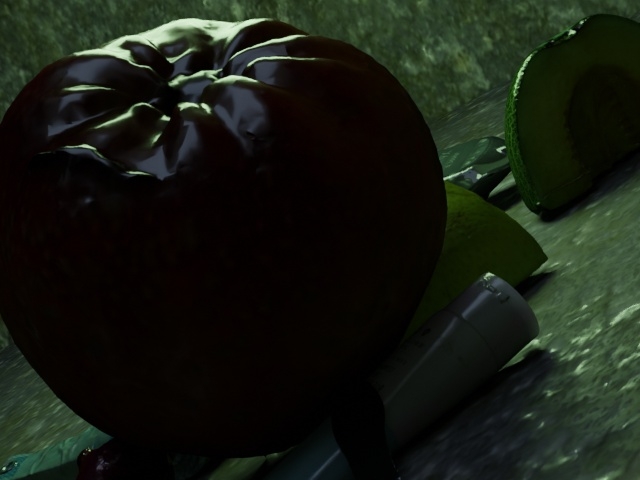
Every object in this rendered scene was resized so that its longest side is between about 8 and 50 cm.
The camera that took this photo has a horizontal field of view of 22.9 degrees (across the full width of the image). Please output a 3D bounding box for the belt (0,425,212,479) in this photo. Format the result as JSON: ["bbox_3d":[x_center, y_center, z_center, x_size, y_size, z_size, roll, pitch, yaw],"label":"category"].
[{"bbox_3d":[-0.221,0.228,1.582,0.302,0.087,0.072,-26,21,33],"label":"belt"}]

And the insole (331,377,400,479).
[{"bbox_3d":[0.034,0.150,1.188,0.045,0.002,0.135,-27,35,5],"label":"insole"}]

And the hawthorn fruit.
[{"bbox_3d":[-0.082,0.017,1.354,0.403,0.403,0.403,-30,8,4],"label":"hawthorn fruit"}]

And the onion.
[{"bbox_3d":[-0.181,0.220,1.421,0.107,0.097,0.107,-45,-28,-32],"label":"onion"}]

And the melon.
[{"bbox_3d":[0.291,-0.155,1.808,0.265,0.169,0.129,-31,6,-19],"label":"melon"}]

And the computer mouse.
[{"bbox_3d":[0.160,-0.060,2.016,0.379,0.090,0.167,-18,18,32],"label":"computer mouse"}]

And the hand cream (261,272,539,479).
[{"bbox_3d":[0.042,0.149,1.245,0.312,0.070,0.111,-40,12,-14],"label":"hand cream"}]

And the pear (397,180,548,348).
[{"bbox_3d":[0.049,0.051,1.575,0.239,0.139,0.288,-43,11,-25],"label":"pear"}]
